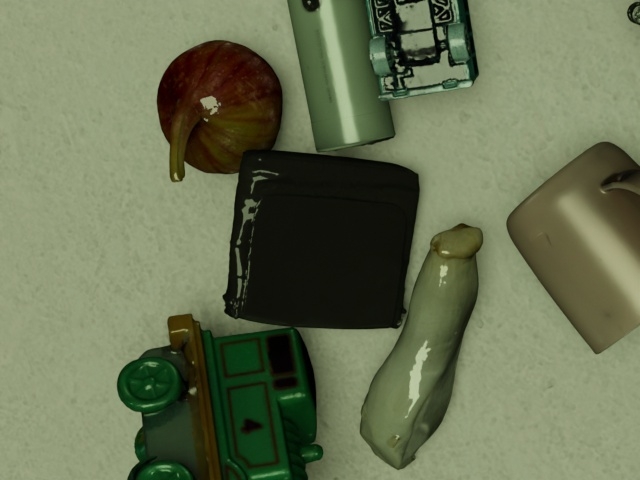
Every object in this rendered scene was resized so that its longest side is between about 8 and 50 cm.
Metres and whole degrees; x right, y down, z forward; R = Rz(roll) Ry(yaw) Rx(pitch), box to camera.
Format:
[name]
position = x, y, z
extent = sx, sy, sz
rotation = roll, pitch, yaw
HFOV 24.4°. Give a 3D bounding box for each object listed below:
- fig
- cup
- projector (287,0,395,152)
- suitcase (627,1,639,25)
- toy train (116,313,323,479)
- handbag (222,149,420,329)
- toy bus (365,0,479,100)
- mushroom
[fig]
position = -0.142, -0.168, 1.884
extent = 0.175, 0.207, 0.175
rotation = 3, 97, 25
[cup]
position = 0.353, -0.008, 1.764
extent = 0.191, 0.253, 0.200
rotation = -35, 83, -23
[projector]
position = 0.015, -0.283, 1.885
extent = 0.108, 0.108, 0.337
rotation = -10, 94, 14
[suitcase]
position = 0.509, -0.330, 1.684
extent = 0.312, 0.202, 0.128
rotation = -18, 105, 1
[toy train]
position = -0.115, 0.267, 1.865
extent = 0.249, 0.178, 0.429
rotation = -10, 50, -4
[handbag]
position = 0.000, 0.000, 1.893
extent = 0.247, 0.080, 0.223
rotation = 5, 101, -20
[toy bus]
position = 0.118, -0.312, 1.836
extent = 0.128, 0.147, 0.256
rotation = -8, 99, 13
[mushroom]
position = 0.134, 0.140, 1.900
extent = 0.097, 0.109, 0.351
rotation = 29, 109, 36
